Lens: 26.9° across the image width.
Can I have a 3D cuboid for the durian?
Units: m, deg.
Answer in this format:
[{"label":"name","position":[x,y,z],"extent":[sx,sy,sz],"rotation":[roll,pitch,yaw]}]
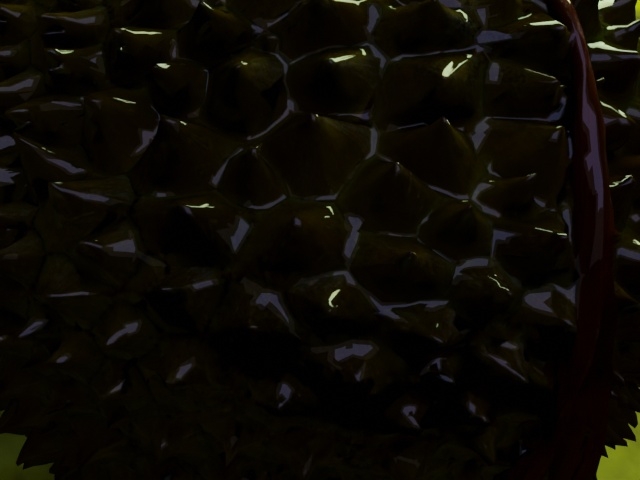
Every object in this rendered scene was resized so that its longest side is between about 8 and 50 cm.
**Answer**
[{"label":"durian","position":[0.000,-0.005,0.630],"extent":[0.384,0.348,0.348],"rotation":[-5,44,11]}]
